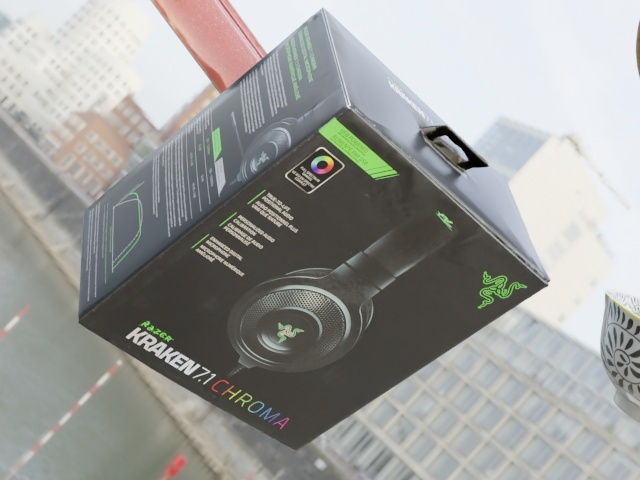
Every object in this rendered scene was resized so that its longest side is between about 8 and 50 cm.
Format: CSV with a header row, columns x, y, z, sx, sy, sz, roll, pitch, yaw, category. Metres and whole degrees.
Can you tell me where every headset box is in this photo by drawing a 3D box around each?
x,y,z,sx,sy,sz,roll,pitch,yaw,category
0.000,0.000,0.821,0.246,0.283,0.131,38,26,-35,headset box

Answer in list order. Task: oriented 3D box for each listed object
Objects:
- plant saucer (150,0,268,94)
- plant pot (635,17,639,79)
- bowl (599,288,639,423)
x,y,z,sx,sy,sz,roll,pitch,yaw,category
-0.077,-0.173,1.027,0.259,0.047,0.258,54,6,-16,plant saucer
0.465,-0.204,1.071,0.254,0.239,0.254,167,-90,-72,plant pot
0.289,0.114,0.860,0.170,0.080,0.170,25,11,-5,bowl
